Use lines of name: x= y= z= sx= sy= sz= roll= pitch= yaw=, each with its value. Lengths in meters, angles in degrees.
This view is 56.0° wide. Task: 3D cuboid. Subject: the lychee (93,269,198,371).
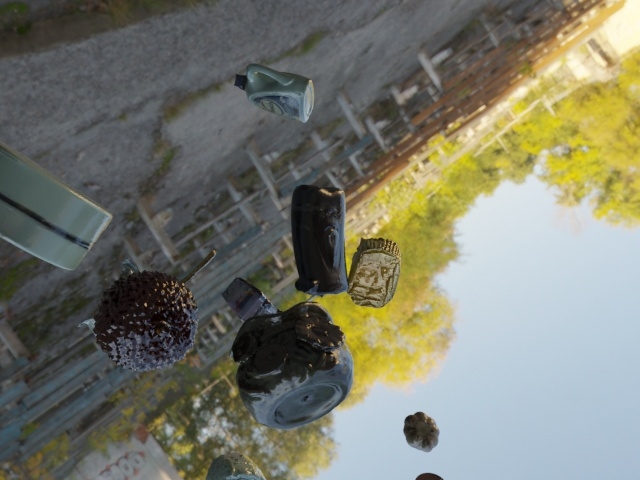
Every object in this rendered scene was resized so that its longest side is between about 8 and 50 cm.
lychee: x=-0.435 y=0.204 z=1.518 sx=0.264 sy=0.264 sz=0.300 roll=-36 pitch=-160 yaw=-23

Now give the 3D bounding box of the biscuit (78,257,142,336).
biscuit: x=-0.730 y=0.240 z=2.219 sx=0.079 sy=0.186 sz=0.309 roll=-17 pitch=-143 yaw=40

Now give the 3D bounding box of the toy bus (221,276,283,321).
toy bus: x=-0.214 y=0.222 z=1.973 sx=0.112 sy=0.138 sz=0.317 roll=-48 pitch=159 yaw=-9

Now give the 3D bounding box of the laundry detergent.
laundry detergent: x=-0.165 y=-0.511 z=2.021 sx=0.215 sy=0.280 sz=0.105 roll=86 pitch=28 yaw=-71

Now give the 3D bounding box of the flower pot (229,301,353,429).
flower pot: x=-0.067 y=0.290 z=1.422 sx=0.301 sy=0.213 sz=0.302 roll=-15 pitch=140 yaw=-13

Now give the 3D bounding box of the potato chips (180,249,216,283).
potato chips: x=-0.429 y=0.105 z=2.017 sx=0.204 sy=0.037 sz=0.026 roll=-39 pitch=-179 yaw=-9

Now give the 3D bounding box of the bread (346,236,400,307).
bread: x=0.189 y=0.111 z=2.114 sx=0.133 sy=0.178 sz=0.250 roll=-58 pitch=160 yaw=-63

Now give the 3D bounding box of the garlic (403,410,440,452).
garlic: x=0.402 y=0.767 z=2.413 sx=0.147 sy=0.159 sz=0.102 roll=-34 pitch=161 yaw=-19

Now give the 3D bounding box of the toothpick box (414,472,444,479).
toothpick box: x=0.323 y=0.785 z=1.800 sx=0.098 sy=0.149 sz=0.098 roll=1 pitch=-156 yaw=-1

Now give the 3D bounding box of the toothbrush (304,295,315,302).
toothbrush: x=-0.020 y=0.206 z=2.294 sx=0.024 sy=0.021 sz=0.288 roll=-2 pitch=154 yaw=-37

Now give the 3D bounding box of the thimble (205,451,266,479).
thimble: x=-0.307 y=0.893 z=2.187 sx=0.204 sy=0.250 sz=0.172 roll=-24 pitch=-160 yaw=-23

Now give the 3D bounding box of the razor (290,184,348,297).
razor: x=-0.001 y=-0.001 z=1.840 sx=0.113 sy=0.349 sz=0.204 roll=-7 pitch=173 yaw=41

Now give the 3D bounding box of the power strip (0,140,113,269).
power strip: x=-0.656 y=-0.090 z=1.328 sx=0.161 sy=0.357 sz=0.357 roll=-57 pitch=-175 yaw=-7
